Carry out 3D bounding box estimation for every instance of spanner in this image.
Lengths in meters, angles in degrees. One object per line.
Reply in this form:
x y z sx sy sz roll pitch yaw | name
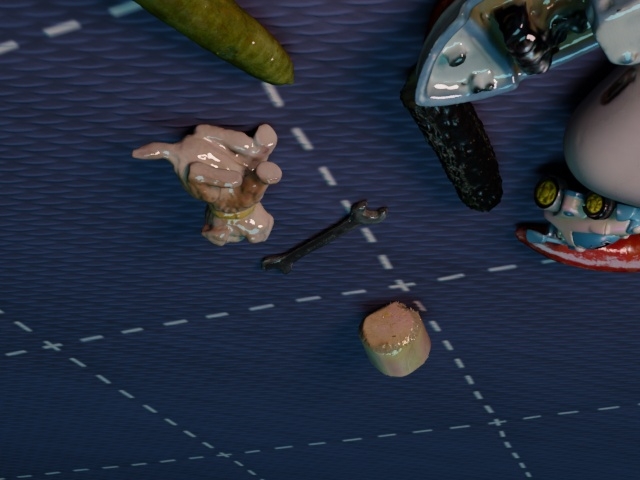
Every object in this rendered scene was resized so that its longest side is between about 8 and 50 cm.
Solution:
0.000 0.000 1.320 0.054 0.015 0.254 24 142 -36 | spanner

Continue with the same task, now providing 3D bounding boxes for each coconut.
0.131 0.175 1.511 0.116 0.116 0.122 -7 142 13 | coconut

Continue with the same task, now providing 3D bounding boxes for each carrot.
-0.143 -0.250 0.866 0.074 0.074 0.358 -21 146 31 | carrot

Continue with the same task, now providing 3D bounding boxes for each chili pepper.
0.420 0.010 1.283 0.272 0.071 0.063 4 -172 5 | chili pepper

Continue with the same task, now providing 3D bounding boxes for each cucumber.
0.178 -0.113 1.081 0.072 0.072 0.300 -13 148 22 | cucumber

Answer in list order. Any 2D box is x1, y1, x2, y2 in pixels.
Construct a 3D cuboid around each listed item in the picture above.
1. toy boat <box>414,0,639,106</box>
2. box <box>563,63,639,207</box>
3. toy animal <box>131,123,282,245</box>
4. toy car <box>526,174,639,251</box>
0.233 -0.216 0.846 0.332 0.133 0.145 -20 144 31 | toy boat
0.476 -0.126 0.981 0.349 0.141 0.289 14 145 -19 | box
-0.149 -0.065 1.140 0.184 0.104 0.185 3 154 -7 | toy animal
0.362 -0.020 1.140 0.126 0.098 0.161 7 -168 -33 | toy car
